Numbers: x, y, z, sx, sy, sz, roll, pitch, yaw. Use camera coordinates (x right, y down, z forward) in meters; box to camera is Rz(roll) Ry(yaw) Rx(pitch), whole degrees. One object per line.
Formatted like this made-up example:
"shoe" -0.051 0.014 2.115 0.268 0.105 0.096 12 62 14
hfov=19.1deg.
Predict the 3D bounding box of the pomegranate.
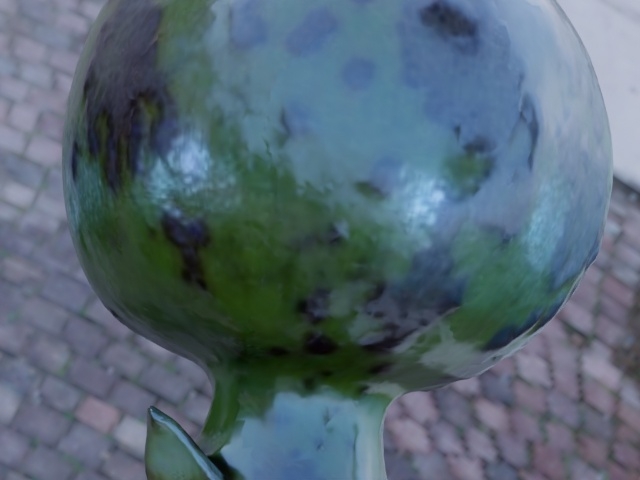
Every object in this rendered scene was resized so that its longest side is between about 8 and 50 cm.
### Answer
"pomegranate" -0.003 -0.005 0.469 0.148 0.148 0.169 22 61 -12
